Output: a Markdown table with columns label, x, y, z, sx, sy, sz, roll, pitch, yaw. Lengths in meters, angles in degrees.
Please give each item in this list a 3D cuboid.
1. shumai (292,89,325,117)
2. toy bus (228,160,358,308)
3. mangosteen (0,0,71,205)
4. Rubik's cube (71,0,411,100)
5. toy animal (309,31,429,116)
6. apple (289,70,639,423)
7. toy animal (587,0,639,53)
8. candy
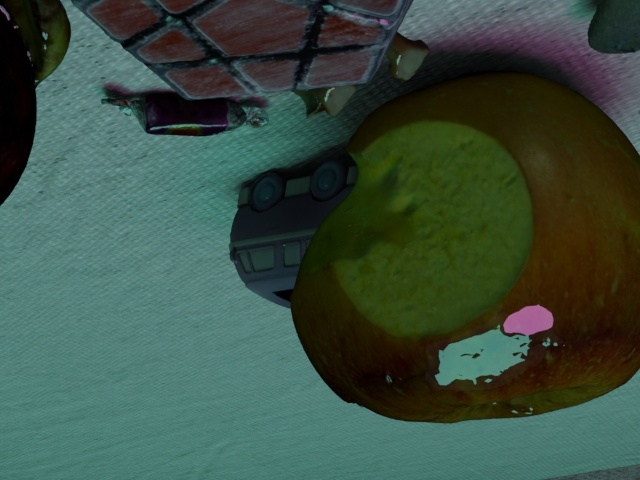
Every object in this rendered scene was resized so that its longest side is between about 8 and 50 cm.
| label | x | y | z | sx | sy | sz | roll | pitch | yaw |
| --- | --- | --- | --- | --- | --- | --- | --- | --- | --- |
| shumai | -0.015 | -0.155 | 1.233 | 0.082 | 0.080 | 0.083 | 11 | 155 | -23 |
| toy bus | 0.000 | 0.000 | 1.494 | 0.202 | 0.142 | 0.142 | -9 | 158 | 39 |
| mangosteen | -0.350 | -0.130 | 1.060 | 0.288 | 0.288 | 0.288 | -2 | 156 | -1 |
| Rubik's cube | -0.043 | -0.244 | 0.802 | 0.264 | 0.319 | 0.319 | -36 | 148 | 9 |
| toy animal | -0.030 | -0.187 | 1.067 | 0.312 | 0.157 | 0.097 | 16 | 112 | -48 |
| apple | 0.157 | 0.006 | 1.304 | 0.383 | 0.374 | 0.374 | -5 | 157 | -7 |
| toy animal | 0.309 | -0.228 | 1.100 | 0.079 | 0.070 | 0.253 | 9 | 159 | -24 |
| candy | -0.138 | -0.128 | 1.330 | 0.175 | 0.043 | 0.045 | 2 | 166 | -11 |
